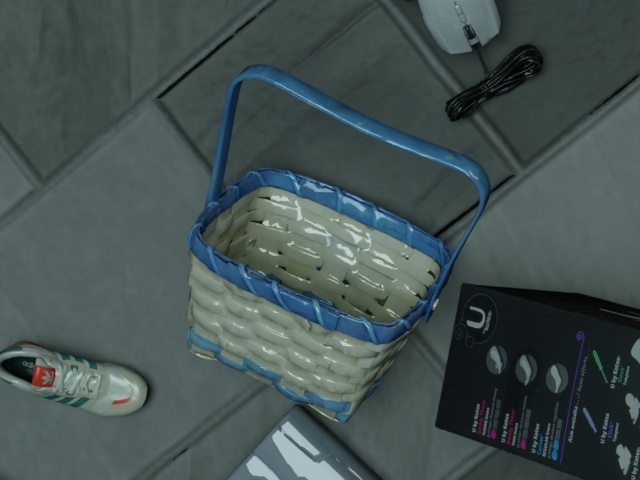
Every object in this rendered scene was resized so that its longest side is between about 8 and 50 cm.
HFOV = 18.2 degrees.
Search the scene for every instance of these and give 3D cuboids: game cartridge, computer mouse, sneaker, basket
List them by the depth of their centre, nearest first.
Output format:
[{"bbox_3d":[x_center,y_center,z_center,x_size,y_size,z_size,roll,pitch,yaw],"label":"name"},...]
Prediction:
[{"bbox_3d":[0.000,0.000,1.855,0.254,0.201,0.289,28,129,10],"label":"basket"},{"bbox_3d":[0.132,-0.208,1.872,0.106,0.042,0.193,-26,118,9],"label":"computer mouse"},{"bbox_3d":[-0.049,0.333,1.970,0.196,0.060,0.294,42,100,4],"label":"game cartridge"},{"bbox_3d":[-0.255,0.142,1.996,0.161,0.075,0.057,16,95,12],"label":"sneaker"}]

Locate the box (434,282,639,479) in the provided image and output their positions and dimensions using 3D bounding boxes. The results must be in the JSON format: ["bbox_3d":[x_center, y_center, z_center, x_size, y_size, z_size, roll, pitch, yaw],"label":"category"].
[{"bbox_3d":[0.259,0.133,1.775,0.270,0.165,0.143,15,96,48],"label":"box"}]
